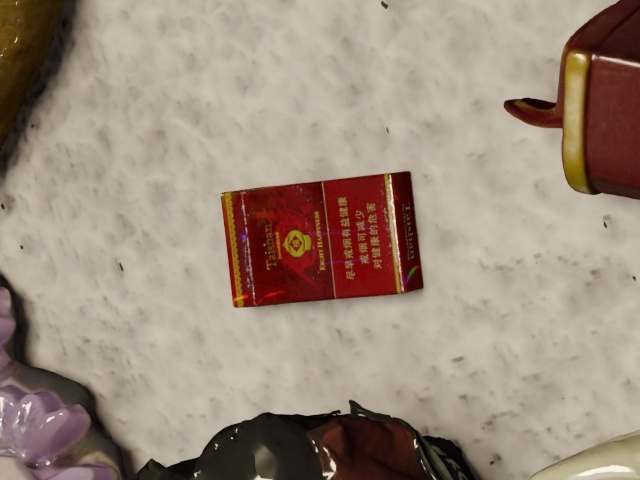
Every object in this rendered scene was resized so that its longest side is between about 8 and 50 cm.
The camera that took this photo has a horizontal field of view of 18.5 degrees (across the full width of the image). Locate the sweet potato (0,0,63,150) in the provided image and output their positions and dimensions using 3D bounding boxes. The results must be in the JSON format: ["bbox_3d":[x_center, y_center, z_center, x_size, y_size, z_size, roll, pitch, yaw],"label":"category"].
[{"bbox_3d":[-0.170,-0.132,0.868,0.124,0.098,0.310,-6,86,27],"label":"sweet potato"}]

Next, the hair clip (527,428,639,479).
[{"bbox_3d":[0.238,0.115,0.702,0.282,0.113,0.172,-23,84,29],"label":"hair clip"}]

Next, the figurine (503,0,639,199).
[{"bbox_3d":[0.146,-0.035,0.750,0.154,0.082,0.098,12,118,23],"label":"figurine"}]

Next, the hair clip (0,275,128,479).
[{"bbox_3d":[-0.158,0.084,0.895,0.106,0.084,0.292,-33,75,5],"label":"hair clip"}]

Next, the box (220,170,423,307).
[{"bbox_3d":[0.000,0.000,0.839,0.082,0.023,0.051,-6,91,25],"label":"box"}]

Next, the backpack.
[{"bbox_3d":[0.013,0.121,0.762,0.106,0.165,0.120,-29,77,29],"label":"backpack"}]
